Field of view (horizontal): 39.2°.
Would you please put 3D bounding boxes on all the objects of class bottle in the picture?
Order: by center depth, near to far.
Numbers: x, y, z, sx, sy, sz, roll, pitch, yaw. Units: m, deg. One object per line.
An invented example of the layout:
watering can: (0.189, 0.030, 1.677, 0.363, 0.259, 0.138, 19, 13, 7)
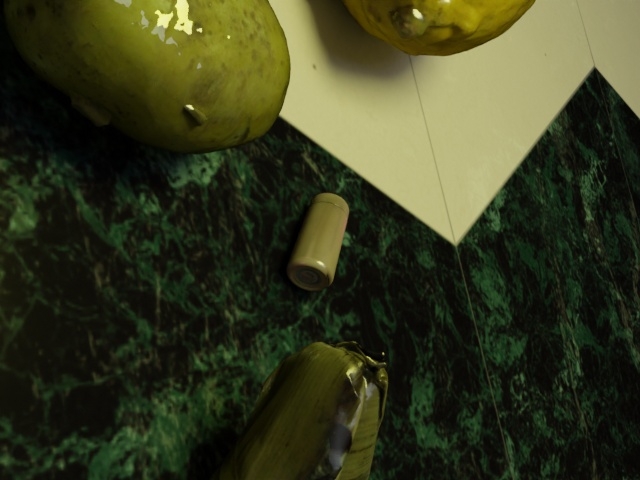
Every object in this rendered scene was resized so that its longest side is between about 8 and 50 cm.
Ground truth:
bottle: (0.000, 0.000, 0.861, 0.045, 0.045, 0.096, 46, 42, -29)

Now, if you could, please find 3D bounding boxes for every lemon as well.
lemon: (0.135, -0.351, 1.012, 0.316, 0.285, 0.285, -31, 100, -29)

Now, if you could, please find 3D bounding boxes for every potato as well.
potato: (-0.129, -0.162, 0.687, 0.228, 0.149, 0.197, -6, 66, -53)

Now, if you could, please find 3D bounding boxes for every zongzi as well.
zongzi: (-0.051, 0.163, 0.636, 0.204, 0.094, 0.204, 0, 110, -38)
